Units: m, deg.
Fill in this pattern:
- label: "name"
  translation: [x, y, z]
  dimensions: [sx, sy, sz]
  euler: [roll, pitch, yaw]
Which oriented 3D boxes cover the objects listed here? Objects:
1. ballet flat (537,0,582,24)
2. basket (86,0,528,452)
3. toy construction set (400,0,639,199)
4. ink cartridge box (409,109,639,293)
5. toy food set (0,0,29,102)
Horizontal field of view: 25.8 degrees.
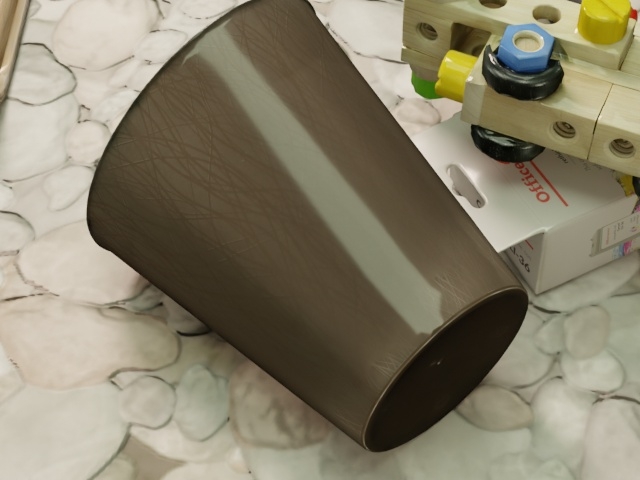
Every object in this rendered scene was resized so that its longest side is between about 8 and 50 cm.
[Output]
- label: "ballet flat"
  translation: [0.149, -0.194, 1.031]
  dimensions: [0.074, 0.074, 0.203]
  euler: [-23, 59, -13]
- label: "basket"
  translation: [0.000, 0.000, 0.826]
  dimensions: [0.227, 0.154, 0.204]
  euler: [44, 107, 25]
- label: "toy construction set"
  translation: [0.187, -0.138, 0.853]
  dimensions: [0.328, 0.151, 0.215]
  euler: [9, 50, 26]
- label: "ink cartridge box"
  translation: [0.161, -0.044, 0.905]
  dimensions: [0.198, 0.067, 0.115]
  euler: [-22, 53, -14]
- label: "toy food set"
  translation: [-0.337, -0.221, 1.069]
  dimensions: [0.220, 0.092, 0.306]
  euler: [-1, 52, 5]
